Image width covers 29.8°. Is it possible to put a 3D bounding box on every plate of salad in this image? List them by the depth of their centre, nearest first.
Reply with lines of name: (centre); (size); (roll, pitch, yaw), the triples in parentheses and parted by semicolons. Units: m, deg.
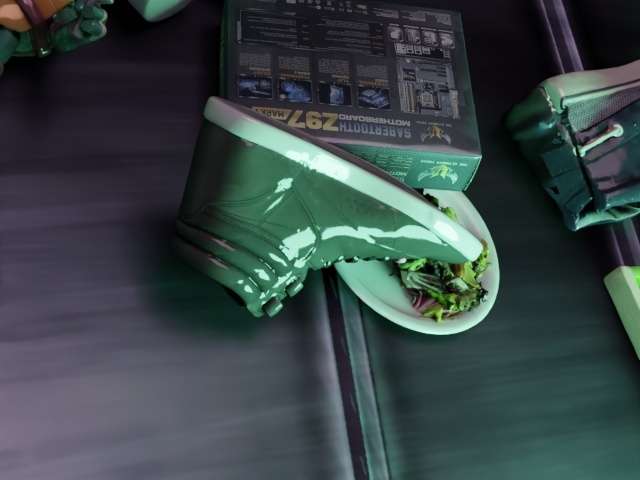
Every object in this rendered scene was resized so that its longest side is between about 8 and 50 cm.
plate of salad: (0.088, -0.007, 1.109); (0.199, 0.048, 0.200); (18, 50, -23)

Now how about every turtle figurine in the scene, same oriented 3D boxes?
turtle figurine: (-0.243, -0.197, 0.976); (0.175, 0.118, 0.234); (38, 60, 16)

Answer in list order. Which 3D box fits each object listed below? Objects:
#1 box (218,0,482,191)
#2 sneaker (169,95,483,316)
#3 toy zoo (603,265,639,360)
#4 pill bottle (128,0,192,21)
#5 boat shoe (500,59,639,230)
box: (0.023, -0.141, 1.112); (0.232, 0.059, 0.183); (4, 55, -11)
sneaker: (0.000, 0.000, 1.000); (0.295, 0.147, 0.104); (22, 10, -35)
toy zoo: (0.446, 0.113, 1.275); (0.293, 0.030, 0.192); (-1, 60, -35)
pill bottle: (-0.189, -0.306, 1.086); (0.208, 0.119, 0.119); (48, 46, 4)
boat shoe: (0.357, -0.111, 1.326); (0.340, 0.127, 0.158); (-17, 76, -32)
